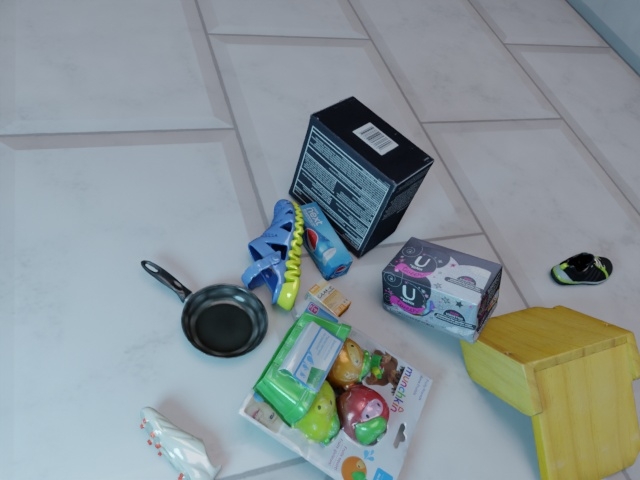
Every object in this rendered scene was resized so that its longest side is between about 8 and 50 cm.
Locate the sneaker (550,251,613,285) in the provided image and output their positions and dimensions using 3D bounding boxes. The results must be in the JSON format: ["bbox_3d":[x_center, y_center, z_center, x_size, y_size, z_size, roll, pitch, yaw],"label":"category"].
[{"bbox_3d":[0.795,0.080,1.594,0.234,0.097,0.084,-9,57,-23],"label":"sneaker"}]

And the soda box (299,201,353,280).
[{"bbox_3d":[0.000,0.000,1.437,0.071,0.067,0.210,-17,59,-28],"label":"soda box"}]

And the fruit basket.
[{"bbox_3d":[0.052,0.323,1.140,0.353,0.165,0.327,31,51,4],"label":"fruit basket"}]

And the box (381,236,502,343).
[{"bbox_3d":[0.296,0.117,1.332,0.247,0.142,0.163,19,45,31],"label":"box"}]

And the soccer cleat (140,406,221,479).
[{"bbox_3d":[-0.276,0.396,1.049,0.196,0.068,0.076,46,49,11],"label":"soccer cleat"}]

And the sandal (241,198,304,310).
[{"bbox_3d":[-0.117,0.019,1.351,0.138,0.126,0.317,10,49,-10],"label":"sandal"}]

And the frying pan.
[{"bbox_3d":[-0.281,0.170,1.228,0.326,0.053,0.197,14,49,-4],"label":"frying pan"}]

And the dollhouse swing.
[{"bbox_3d":[0.564,0.370,1.324,0.346,0.305,0.315,-10,15,-23],"label":"dollhouse swing"}]

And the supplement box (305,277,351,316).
[{"bbox_3d":[0.019,0.149,1.345,0.098,0.036,0.062,39,52,15],"label":"supplement box"}]

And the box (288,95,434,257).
[{"bbox_3d":[0.096,-0.171,1.452,0.296,0.294,0.182,43,51,17],"label":"box"}]
